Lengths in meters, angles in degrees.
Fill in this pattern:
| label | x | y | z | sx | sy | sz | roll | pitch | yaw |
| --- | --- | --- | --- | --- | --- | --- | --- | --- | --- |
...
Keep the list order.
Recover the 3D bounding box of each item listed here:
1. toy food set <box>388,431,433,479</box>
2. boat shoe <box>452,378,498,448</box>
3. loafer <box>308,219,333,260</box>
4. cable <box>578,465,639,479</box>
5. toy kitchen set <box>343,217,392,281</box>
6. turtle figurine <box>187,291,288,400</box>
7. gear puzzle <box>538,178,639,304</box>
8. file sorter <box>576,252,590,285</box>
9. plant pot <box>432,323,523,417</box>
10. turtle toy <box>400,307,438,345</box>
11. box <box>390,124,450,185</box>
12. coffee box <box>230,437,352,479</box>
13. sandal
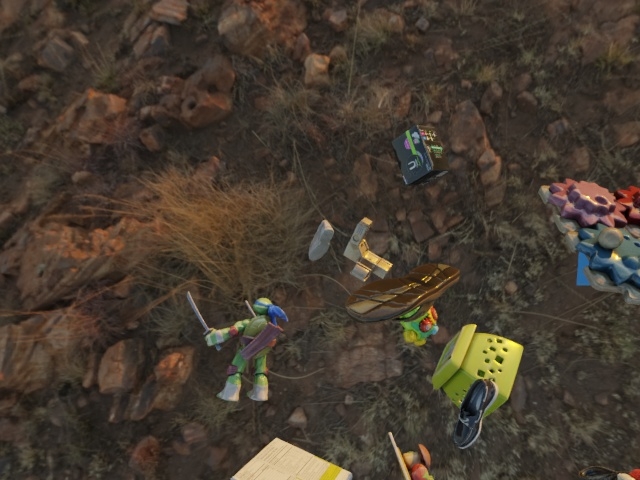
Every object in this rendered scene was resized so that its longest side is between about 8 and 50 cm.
| label | x | y | z | sx | sy | sz | roll | pitch | yaw |
| --- | --- | --- | --- | --- | --- | --- | --- | --- | --- |
| toy food set | 0.224 | 0.526 | 1.092 | 0.071 | 0.217 | 0.128 | -20 | 39 | -1 |
| boat shoe | 0.251 | 0.287 | 0.806 | 0.125 | 0.038 | 0.046 | -60 | 34 | 5 |
| loafer | 0.000 | 0.000 | 1.234 | 0.045 | 0.125 | 0.039 | 1 | 50 | -25 |
| cable | 0.749 | 0.589 | 1.216 | 0.140 | 0.287 | 0.072 | -34 | 80 | -3 |
| toy kitchen set | 0.086 | 0.021 | 0.840 | 0.083 | 0.068 | 0.075 | 31 | 125 | 13 |
| turtle figurine | -0.212 | 0.284 | 1.308 | 0.275 | 0.198 | 0.265 | 4 | 81 | 19 |
| gear puzzle | 0.424 | -0.002 | 0.517 | 0.340 | 0.044 | 0.175 | 5 | 43 | -6 |
| file sorter | 0.808 | 0.047 | 1.351 | 0.105 | 0.118 | 0.170 | 10 | 82 | -12 |
| plant pot | 0.521 | 0.437 | 1.646 | 0.207 | 0.228 | 0.227 | 31 | 51 | 10 |
| turtle toy | 0.192 | 0.151 | 0.955 | 0.066 | 0.130 | 0.095 | -22 | 62 | 24 |
| box | 0.167 | -0.141 | 0.806 | 0.062 | 0.052 | 0.083 | -31 | 71 | 47 |
| coffee box | -0.127 | 0.957 | 1.665 | 0.335 | 0.338 | 0.337 | 17 | 96 | 19 |
| sandal | 0.138 | 0.092 | 0.767 | 0.090 | 0.220 | 0.060 | 21 | 122 | 45 |
